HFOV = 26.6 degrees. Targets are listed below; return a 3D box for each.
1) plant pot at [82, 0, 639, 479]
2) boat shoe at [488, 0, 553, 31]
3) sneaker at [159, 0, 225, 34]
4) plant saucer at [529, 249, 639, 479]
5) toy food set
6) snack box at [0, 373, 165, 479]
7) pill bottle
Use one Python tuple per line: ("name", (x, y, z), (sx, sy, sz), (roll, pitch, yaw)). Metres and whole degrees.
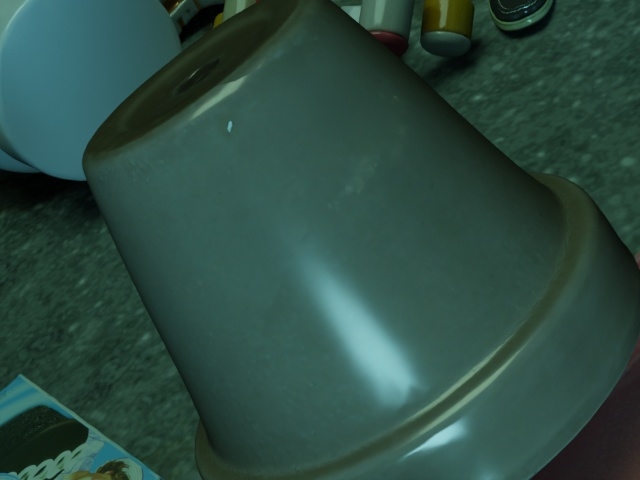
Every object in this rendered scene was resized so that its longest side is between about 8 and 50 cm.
("plant pot", (0.000, 0.000, 0.717), (0.263, 0.229, 0.263), (-33, 19, 13))
("boat shoe", (0.152, -0.222, 1.080), (0.056, 0.049, 0.152), (-19, 37, 17))
("sneaker", (-0.123, -0.259, 1.307), (0.215, 0.084, 0.083), (-31, 30, 2))
("plant saucer", (0.200, 0.112, 0.635), (0.259, 0.047, 0.258), (-43, 36, -18))
("toy food set", (-0.001, -0.141, 1.059), (0.232, 0.111, 0.104), (3, 77, 25))
("snack box", (-0.241, 0.235, 0.802), (0.322, 0.060, 0.187), (-45, 37, -19))
("pill bottle", (-0.285, -0.174, 1.215), (0.204, 0.204, 0.361), (-44, 37, -17))
